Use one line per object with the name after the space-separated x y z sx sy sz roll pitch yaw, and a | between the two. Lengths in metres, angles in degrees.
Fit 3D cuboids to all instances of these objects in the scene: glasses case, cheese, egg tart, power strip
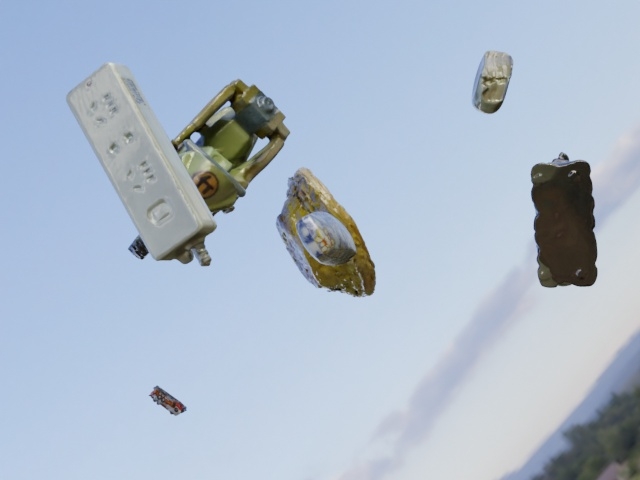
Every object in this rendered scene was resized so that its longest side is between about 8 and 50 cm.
0.012 -0.003 2.118 0.065 0.087 0.248 -31 -10 10 | glasses case
0.265 -0.254 1.904 0.171 0.047 0.092 -73 0 -58 | cheese
0.000 0.000 2.410 0.123 0.294 0.294 -32 -18 -7 | egg tart
-0.248 -0.104 1.738 0.098 0.338 0.058 -34 -11 18 | power strip

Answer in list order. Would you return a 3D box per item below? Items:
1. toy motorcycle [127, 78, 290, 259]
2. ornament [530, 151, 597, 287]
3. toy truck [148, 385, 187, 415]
-0.204 -0.133 2.214 0.237 0.169 0.410 -34 19 41 | toy motorcycle
0.420 -0.032 2.183 0.260 0.106 0.251 -50 -43 -82 | ornament
-0.304 0.323 2.459 0.024 0.083 0.032 -36 22 40 | toy truck
